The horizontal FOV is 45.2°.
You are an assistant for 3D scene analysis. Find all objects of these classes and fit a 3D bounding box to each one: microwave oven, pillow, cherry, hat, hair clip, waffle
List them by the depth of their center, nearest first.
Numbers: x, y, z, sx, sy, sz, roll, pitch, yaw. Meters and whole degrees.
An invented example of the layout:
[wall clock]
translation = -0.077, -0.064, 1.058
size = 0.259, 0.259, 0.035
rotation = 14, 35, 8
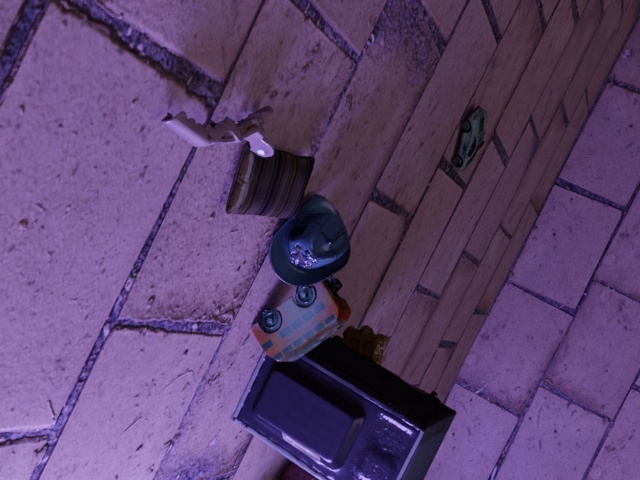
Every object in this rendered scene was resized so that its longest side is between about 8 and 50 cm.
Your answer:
[hair clip]
translation = -0.127, -0.138, 1.010
size = 0.226, 0.034, 0.072
rotation = -19, 103, -60
[pillow]
translation = -0.076, -0.089, 1.193
size = 0.203, 0.038, 0.113
rotation = 4, 105, -63
[hat]
translation = 0.000, 0.000, 1.349
size = 0.191, 0.077, 0.138
rotation = -42, 110, -37
[microwave oven]
translation = 0.058, 0.341, 1.540
size = 0.219, 0.354, 0.286
rotation = -64, 156, 5
[waffle]
translation = 0.089, 0.328, 1.727
size = 0.249, 0.253, 0.056
rotation = -53, 146, 14
[cherry]
translation = -0.049, 0.608, 1.963
size = 0.107, 0.090, 0.225
rotation = -34, 167, -3

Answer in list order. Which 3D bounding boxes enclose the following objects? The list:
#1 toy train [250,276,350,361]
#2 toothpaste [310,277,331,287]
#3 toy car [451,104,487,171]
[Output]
[toy train]
translation = -0.033, 0.143, 1.398
size = 0.188, 0.099, 0.072
rotation = -36, 158, 12
[toothpaste]
translation = -0.027, 0.069, 1.461
size = 0.034, 0.046, 0.164
rotation = -60, 157, 1
[toy car]
translation = 0.392, -0.257, 1.986
size = 0.093, 0.058, 0.186
rotation = -42, 149, -44
